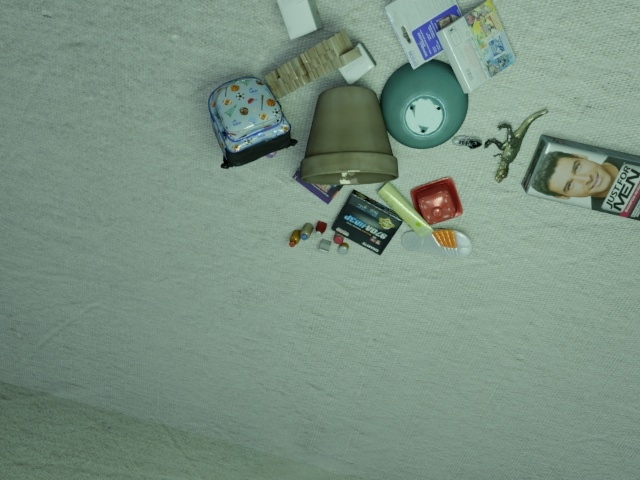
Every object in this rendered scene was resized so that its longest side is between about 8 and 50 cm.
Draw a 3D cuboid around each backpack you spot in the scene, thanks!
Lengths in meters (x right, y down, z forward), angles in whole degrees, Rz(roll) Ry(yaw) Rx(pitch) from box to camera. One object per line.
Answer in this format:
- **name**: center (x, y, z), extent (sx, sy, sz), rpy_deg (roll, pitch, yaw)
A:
- **backpack**: center (-0.249, -0.411, 1.575), extent (0.277, 0.263, 0.213), rpy_deg (-23, 156, -17)

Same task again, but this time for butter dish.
- **butter dish**: center (0.414, -0.120, 1.682), extent (0.160, 0.118, 0.159), rpy_deg (-17, 111, 19)

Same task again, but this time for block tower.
- **block tower**: center (-0.033, -0.552, 1.495), extent (0.336, 0.091, 0.097), rpy_deg (-6, 119, 46)

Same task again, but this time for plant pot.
- **plant pot**: center (0.092, -0.335, 1.543), extent (0.323, 0.323, 0.280), rpy_deg (0, 89, 12)
- **plant pot**: center (0.329, -0.415, 1.507), extent (0.290, 0.195, 0.290), rpy_deg (4, 117, 9)

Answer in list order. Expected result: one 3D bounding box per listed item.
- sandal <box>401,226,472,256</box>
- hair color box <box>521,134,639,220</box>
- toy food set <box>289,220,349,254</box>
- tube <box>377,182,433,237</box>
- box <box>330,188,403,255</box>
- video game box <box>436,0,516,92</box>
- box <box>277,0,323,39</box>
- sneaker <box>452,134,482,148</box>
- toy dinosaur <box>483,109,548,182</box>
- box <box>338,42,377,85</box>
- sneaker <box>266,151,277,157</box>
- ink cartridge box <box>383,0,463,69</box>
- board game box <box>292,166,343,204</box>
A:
- **sandal**: center (0.437, -0.005, 1.769), extent (0.265, 0.076, 0.101), rpy_deg (7, 110, 31)
- **hair color box**: center (0.883, -0.206, 1.547), extent (0.375, 0.113, 0.185), rpy_deg (14, 118, 5)
- **toy food set**: center (0.000, 0.000, 1.833), extent (0.232, 0.104, 0.111), rpy_deg (20, 118, 1)
- **tube**: center (0.306, -0.107, 1.714), extent (0.062, 0.070, 0.240), rpy_deg (-43, 91, 18)
- **box**: center (0.176, -0.067, 1.795), extent (0.220, 0.051, 0.175), rpy_deg (29, 118, -4)
- **video game box**: center (0.472, -0.584, 1.429), extent (0.187, 0.048, 0.205), rpy_deg (-34, 108, -6)
- **box**: center (-0.069, -0.726, 1.466), extent (0.091, 0.130, 0.170), rpy_deg (-14, 112, 17)
- **sneaker**: center (0.494, -0.328, 1.588), extent (0.098, 0.069, 0.038), rpy_deg (0, 116, 11)
- **toy dinosaur**: center (0.624, -0.328, 1.571), extent (0.118, 0.064, 0.268), rpy_deg (21, 117, -7)
- **box**: center (0.116, -0.569, 1.525), extent (0.101, 0.102, 0.087), rpy_deg (-32, 103, 23)
- **sneaker**: center (-0.270, -0.356, 1.722), extent (0.236, 0.095, 0.104), rpy_deg (28, 125, 2)
- **ink cartridge box**: center (0.319, -0.662, 1.433), extent (0.208, 0.045, 0.206), rpy_deg (-31, 109, 1)
- **board game box**: center (0.005, -0.238, 1.745), extent (0.170, 0.048, 0.141), rpy_deg (36, 116, -7)
